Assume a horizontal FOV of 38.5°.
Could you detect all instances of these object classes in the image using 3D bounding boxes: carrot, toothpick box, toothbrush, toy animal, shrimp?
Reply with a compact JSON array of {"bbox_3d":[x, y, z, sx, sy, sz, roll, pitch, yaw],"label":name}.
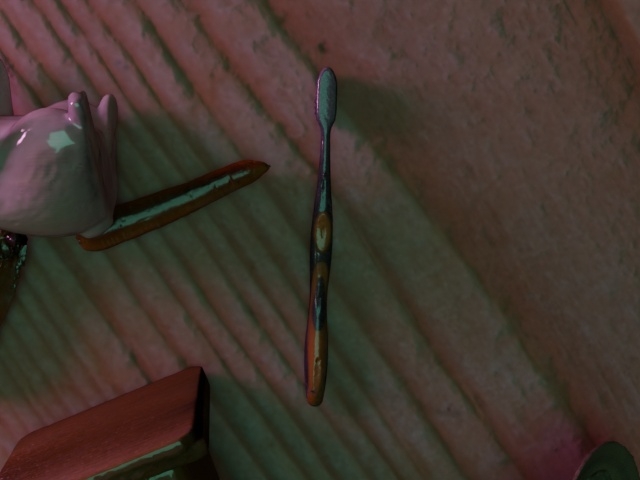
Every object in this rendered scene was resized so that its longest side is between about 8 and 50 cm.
[{"bbox_3d":[-0.136,-0.036,0.847,0.190,0.037,0.037,-22,97,-5],"label":"carrot"},{"bbox_3d":[-0.140,0.304,0.810,0.190,0.187,0.308,-20,100,-3],"label":"toothpick box"},{"bbox_3d":[0.000,0.000,0.861,0.023,0.031,0.321,2,95,-4],"label":"toothbrush"},{"bbox_3d":[-0.310,-0.085,0.775,0.282,0.140,0.138,11,106,-6],"label":"toy animal"},{"bbox_3d":[-0.320,0.048,0.835,0.091,0.043,0.184,35,93,-3],"label":"shrimp"}]

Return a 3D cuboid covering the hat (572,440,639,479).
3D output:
[{"bbox_3d":[0.213,0.307,0.862,0.110,0.252,0.252,3,97,38],"label":"hat"}]
